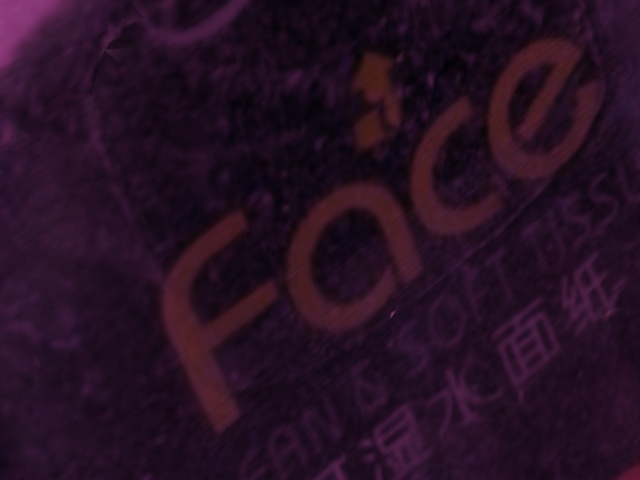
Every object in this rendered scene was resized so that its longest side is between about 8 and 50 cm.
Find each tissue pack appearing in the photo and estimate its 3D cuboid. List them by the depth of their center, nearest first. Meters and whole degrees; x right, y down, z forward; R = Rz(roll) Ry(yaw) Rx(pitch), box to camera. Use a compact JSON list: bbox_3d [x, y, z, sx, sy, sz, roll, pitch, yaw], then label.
[{"bbox_3d":[0.000,0.000,0.432,0.228,0.103,0.316,-37,124,-24],"label":"tissue pack"}]
